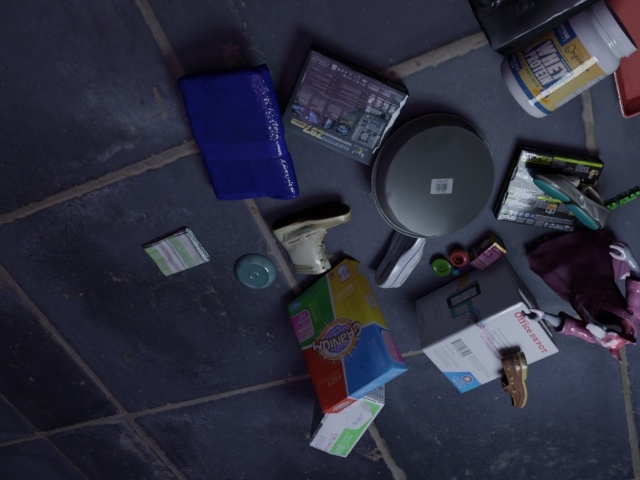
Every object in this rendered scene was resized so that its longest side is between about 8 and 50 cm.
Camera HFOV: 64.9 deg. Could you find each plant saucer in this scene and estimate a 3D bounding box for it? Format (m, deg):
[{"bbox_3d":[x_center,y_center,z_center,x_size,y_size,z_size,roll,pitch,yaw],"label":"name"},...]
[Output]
[{"bbox_3d":[0.690,-0.405,0.970,0.258,0.048,0.259,-21,117,18],"label":"plant saucer"},{"bbox_3d":[-0.182,0.092,1.390,0.119,0.021,0.119,3,122,4],"label":"plant saucer"}]

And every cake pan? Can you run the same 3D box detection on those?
[{"bbox_3d":[0.262,-0.133,1.134,0.293,0.054,0.293,-3,112,-8],"label":"cake pan"}]

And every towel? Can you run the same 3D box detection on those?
[{"bbox_3d":[-0.393,0.036,1.376,0.152,0.023,0.113,-20,117,18],"label":"towel"},{"bbox_3d":[-0.176,-0.234,1.135,0.227,0.076,0.308,1,126,22],"label":"towel"}]

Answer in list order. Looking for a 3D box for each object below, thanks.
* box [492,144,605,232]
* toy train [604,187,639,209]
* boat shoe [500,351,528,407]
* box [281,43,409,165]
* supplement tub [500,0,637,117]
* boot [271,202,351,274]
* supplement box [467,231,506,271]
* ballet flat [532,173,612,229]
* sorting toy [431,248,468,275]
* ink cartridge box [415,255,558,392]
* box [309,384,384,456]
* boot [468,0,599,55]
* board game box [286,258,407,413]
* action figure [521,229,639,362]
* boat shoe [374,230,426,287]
[{"bbox_3d":[0.524,-0.118,1.171,0.190,0.045,0.184,9,120,1],"label":"box"},{"bbox_3d":[0.710,-0.094,1.182,0.083,0.017,0.024,-29,125,22],"label":"toy train"},{"bbox_3d":[0.468,0.340,1.226,0.060,0.064,0.178,-8,124,10],"label":"boat shoe"},{"bbox_3d":[0.049,-0.291,1.102,0.232,0.059,0.183,22,122,-9],"label":"box"},{"bbox_3d":[0.464,-0.344,0.952,0.144,0.144,0.199,40,132,-18],"label":"supplement tub"},{"bbox_3d":[0.000,0.000,1.281,0.213,0.077,0.165,-15,119,20],"label":"boot"},{"bbox_3d":[0.418,0.028,1.267,0.043,0.055,0.083,36,118,-14],"label":"supplement box"},{"bbox_3d":[0.561,-0.104,1.119,0.213,0.072,0.068,34,91,-15],"label":"ballet flat"},{"bbox_3d":[0.341,0.056,1.307,0.102,0.042,0.061,-31,99,35],"label":"sorting toy"},{"bbox_3d":[0.419,0.216,1.300,0.270,0.197,0.198,-32,115,23],"label":"ink cartridge box"},{"bbox_3d":[0.075,0.443,1.462,0.127,0.231,0.262,22,121,-7],"label":"box"},{"bbox_3d":[0.434,-0.571,0.823,0.146,0.367,0.445,4,160,-44],"label":"boot"},{"bbox_3d":[0.056,0.243,1.298,0.242,0.316,0.064,-41,143,26],"label":"board game box"},{"bbox_3d":[0.607,0.139,1.131,0.248,0.370,0.276,-32,118,26],"label":"action figure"},{"bbox_3d":[0.220,0.029,1.287,0.076,0.083,0.226,10,127,-34],"label":"boat shoe"}]
